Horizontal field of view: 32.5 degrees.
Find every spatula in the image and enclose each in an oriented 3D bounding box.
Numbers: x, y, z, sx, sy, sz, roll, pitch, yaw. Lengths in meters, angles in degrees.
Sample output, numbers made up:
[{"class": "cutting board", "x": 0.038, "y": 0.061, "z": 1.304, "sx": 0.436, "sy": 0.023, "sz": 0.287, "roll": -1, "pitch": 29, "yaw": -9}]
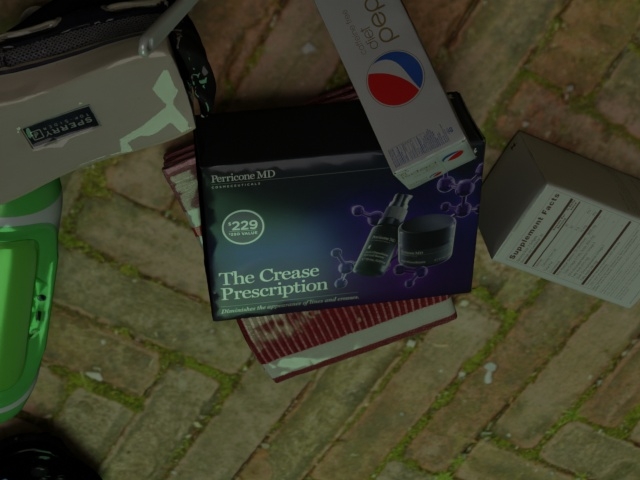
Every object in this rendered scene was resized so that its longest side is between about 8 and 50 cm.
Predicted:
[{"class": "spatula", "x": -0.094, "y": -0.257, "z": 0.849, "sx": 0.019, "sy": 0.242, "sz": 0.168, "roll": 14, "pitch": 129, "yaw": 12}]

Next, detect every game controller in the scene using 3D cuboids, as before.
[{"class": "game controller", "x": -0.420, "y": 0.333, "z": 1.326, "sx": 0.319, "sy": 0.067, "sz": 0.166, "roll": -26, "pitch": 125, "yaw": 12}]

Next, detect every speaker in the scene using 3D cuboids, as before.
[{"class": "speaker", "x": -0.332, "y": 0.044, "z": 1.094, "sx": 0.131, "sy": 0.131, "sz": 0.296, "roll": 8, "pitch": 124, "yaw": -13}]

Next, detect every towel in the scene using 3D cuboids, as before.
[{"class": "towel", "x": 0.000, "y": 0.000, "z": 1.166, "sx": 0.237, "sy": 0.037, "sz": 0.329, "roll": -19, "pitch": 128, "yaw": 3}]

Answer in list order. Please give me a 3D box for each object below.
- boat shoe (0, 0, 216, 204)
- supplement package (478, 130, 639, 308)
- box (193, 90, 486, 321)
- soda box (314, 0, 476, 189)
[{"class": "boat shoe", "x": -0.260, "y": -0.132, "z": 0.957, "sx": 0.341, "sy": 0.158, "sz": 0.127, "roll": -13, "pitch": 133, "yaw": 1}, {"class": "supplement package", "x": 0.265, "y": -0.020, "z": 1.143, "sx": 0.179, "sy": 0.105, "sz": 0.105, "roll": 19, "pitch": 121, "yaw": -20}, {"class": "box", "x": 0.015, "y": -0.033, "z": 1.061, "sx": 0.261, "sy": 0.103, "sz": 0.184, "roll": -6, "pitch": 125, "yaw": -7}, {"class": "soda box", "x": 0.057, "y": -0.158, "z": 0.952, "sx": 0.069, "sy": 0.216, "sz": 0.074, "roll": -25, "pitch": 166, "yaw": 11}]
